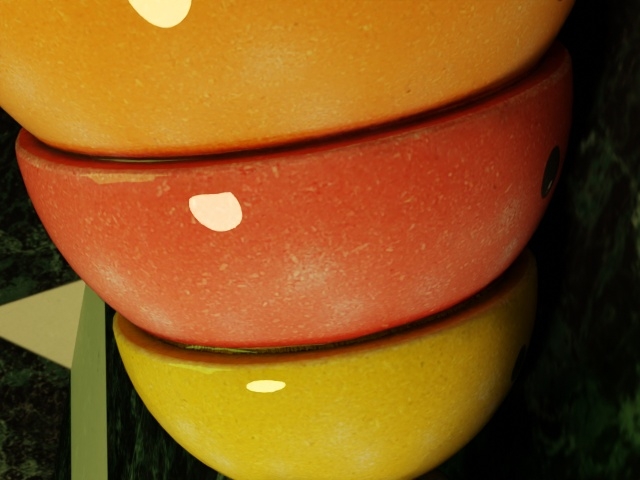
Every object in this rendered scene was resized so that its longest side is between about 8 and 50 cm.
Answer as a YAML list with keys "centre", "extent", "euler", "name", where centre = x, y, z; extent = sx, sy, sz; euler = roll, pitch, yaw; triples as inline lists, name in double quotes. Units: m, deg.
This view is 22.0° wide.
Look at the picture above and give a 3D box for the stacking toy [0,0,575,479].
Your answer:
- centre: [0.000, 0.000, 0.813]
  extent: [0.350, 0.351, 0.479]
  euler: [-130, 28, -67]
  name: "stacking toy"
